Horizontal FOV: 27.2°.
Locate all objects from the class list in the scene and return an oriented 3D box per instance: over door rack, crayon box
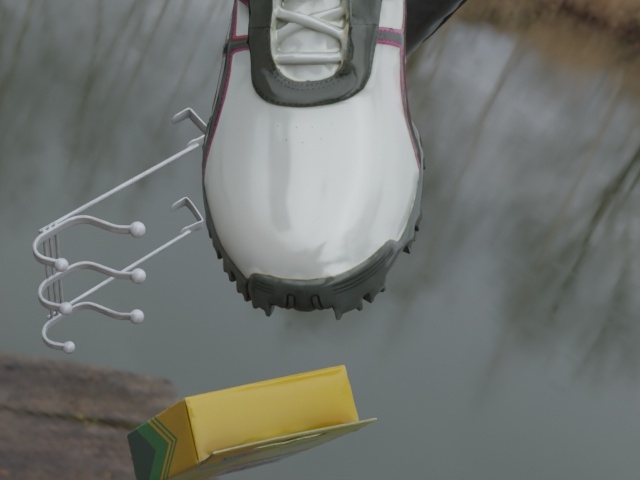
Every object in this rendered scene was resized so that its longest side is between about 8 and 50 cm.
[{"bbox_3d":[-0.257,-0.002,1.847,0.108,0.239,0.324,36,58,16],"label":"over door rack"},{"bbox_3d":[-0.088,0.220,1.551,0.202,0.318,0.081,-9,78,-25],"label":"crayon box"}]

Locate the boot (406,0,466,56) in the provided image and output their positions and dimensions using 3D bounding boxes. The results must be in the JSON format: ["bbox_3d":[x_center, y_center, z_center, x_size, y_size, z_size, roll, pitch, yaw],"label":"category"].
[{"bbox_3d":[0.099,-0.202,1.033,0.076,0.208,0.189,47,42,-14],"label":"boot"}]

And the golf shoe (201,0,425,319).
[{"bbox_3d":[-0.008,-0.098,0.603,0.105,0.120,0.272,-2,59,9],"label":"golf shoe"}]
